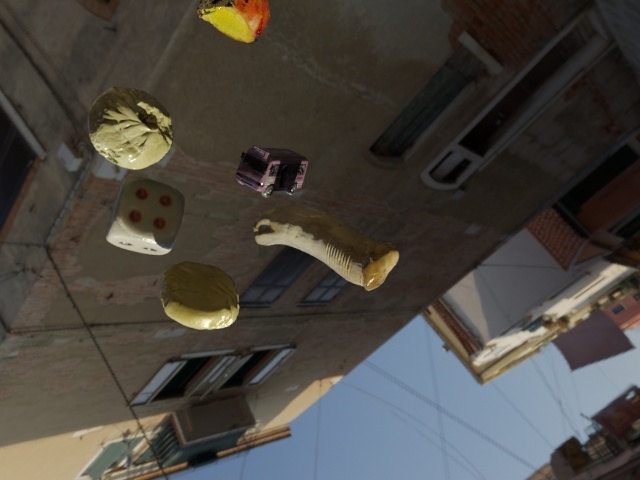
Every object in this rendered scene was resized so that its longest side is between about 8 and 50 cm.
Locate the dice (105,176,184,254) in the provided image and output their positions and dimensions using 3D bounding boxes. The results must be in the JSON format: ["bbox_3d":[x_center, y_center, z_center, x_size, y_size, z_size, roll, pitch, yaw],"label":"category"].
[{"bbox_3d":[-0.527,-0.071,1.476,0.191,0.194,0.194,16,-107,-27],"label":"dice"}]

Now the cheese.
[{"bbox_3d":[-0.341,0.160,1.379,0.225,0.117,0.214,15,-154,-22],"label":"cheese"}]

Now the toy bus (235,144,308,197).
[{"bbox_3d":[-0.107,-0.161,1.107,0.086,0.099,0.178,30,-159,21],"label":"toy bus"}]

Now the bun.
[{"bbox_3d":[-0.480,-0.295,1.279,0.220,0.134,0.221,3,-95,-42],"label":"bun"}]

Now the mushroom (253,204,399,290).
[{"bbox_3d":[0.000,0.000,1.041,0.351,0.123,0.095,20,-177,33],"label":"mushroom"}]

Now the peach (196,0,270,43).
[{"bbox_3d":[-0.153,-0.439,0.904,0.127,0.093,0.172,27,175,-17],"label":"peach"}]
